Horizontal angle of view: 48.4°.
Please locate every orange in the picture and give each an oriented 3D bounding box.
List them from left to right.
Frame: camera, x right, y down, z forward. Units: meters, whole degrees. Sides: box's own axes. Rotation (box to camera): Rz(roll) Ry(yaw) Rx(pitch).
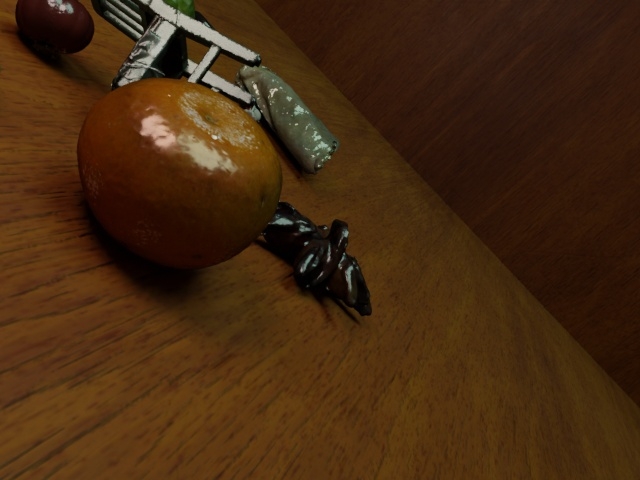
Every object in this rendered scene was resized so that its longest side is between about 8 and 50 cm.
[{"bbox_3d":[-0.151,-0.070,0.759,0.224,0.170,0.224,30,28,-18],"label":"orange"}]

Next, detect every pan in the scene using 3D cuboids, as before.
[{"bbox_3d":[-0.316,-0.549,1.747,0.212,0.040,0.115,36,13,-33],"label":"pan"}]

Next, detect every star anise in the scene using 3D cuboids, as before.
[{"bbox_3d":[0.000,0.000,1.092,0.272,0.102,0.272,41,14,-12],"label":"star anise"}]

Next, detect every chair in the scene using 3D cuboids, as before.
[{"bbox_3d":[-0.228,-0.227,0.938,0.270,0.147,0.136,31,-17,0],"label":"chair"}]

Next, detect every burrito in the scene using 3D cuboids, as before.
[{"bbox_3d":[-0.062,-0.262,1.572,0.347,0.107,0.175,50,17,23],"label":"burrito"}]

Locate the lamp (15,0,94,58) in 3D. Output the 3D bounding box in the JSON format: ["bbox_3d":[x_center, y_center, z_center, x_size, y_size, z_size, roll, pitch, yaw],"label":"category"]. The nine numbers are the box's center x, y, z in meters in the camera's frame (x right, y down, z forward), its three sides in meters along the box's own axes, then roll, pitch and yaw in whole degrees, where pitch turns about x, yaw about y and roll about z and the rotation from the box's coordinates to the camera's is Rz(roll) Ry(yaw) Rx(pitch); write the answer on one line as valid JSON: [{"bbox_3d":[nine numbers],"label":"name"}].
[{"bbox_3d":[-0.348,-0.287,0.934,0.101,0.090,0.101,19,-8,3],"label":"lamp"}]

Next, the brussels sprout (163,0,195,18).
[{"bbox_3d":[-0.315,-0.470,1.417,0.155,0.117,0.155,39,27,-25],"label":"brussels sprout"}]

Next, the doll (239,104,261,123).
[{"bbox_3d":[-0.151,-0.268,1.485,0.058,0.040,0.085,56,15,-3],"label":"doll"}]
